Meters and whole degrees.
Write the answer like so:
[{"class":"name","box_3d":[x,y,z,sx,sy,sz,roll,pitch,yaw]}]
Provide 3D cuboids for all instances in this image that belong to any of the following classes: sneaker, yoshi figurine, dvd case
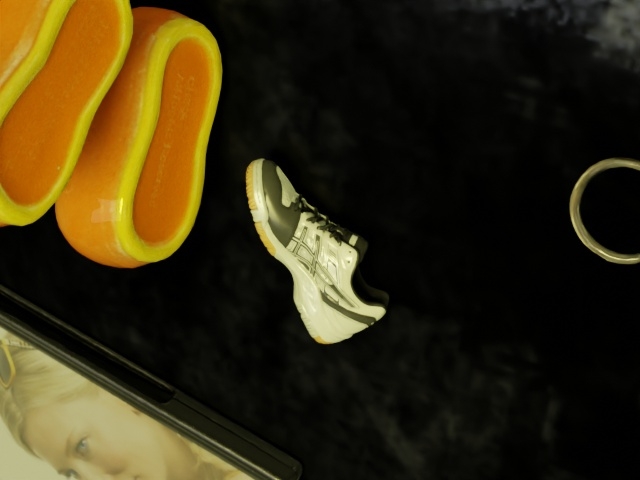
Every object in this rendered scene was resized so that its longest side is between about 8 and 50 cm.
[{"class":"sneaker","box_3d":[0.000,0.000,0.687,0.037,0.032,0.083,-22,109,19]},{"class":"yoshi figurine","box_3d":[-0.239,-0.057,0.679,0.362,0.203,0.203,16,128,22]},{"class":"dvd case","box_3d":[-0.145,0.110,0.819,0.253,0.022,0.180,29,125,11]}]

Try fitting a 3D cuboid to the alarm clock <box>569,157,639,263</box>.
[{"class":"alarm clock","box_3d":[0.175,-0.017,0.565,0.192,0.064,0.129,-4,113,26]}]
